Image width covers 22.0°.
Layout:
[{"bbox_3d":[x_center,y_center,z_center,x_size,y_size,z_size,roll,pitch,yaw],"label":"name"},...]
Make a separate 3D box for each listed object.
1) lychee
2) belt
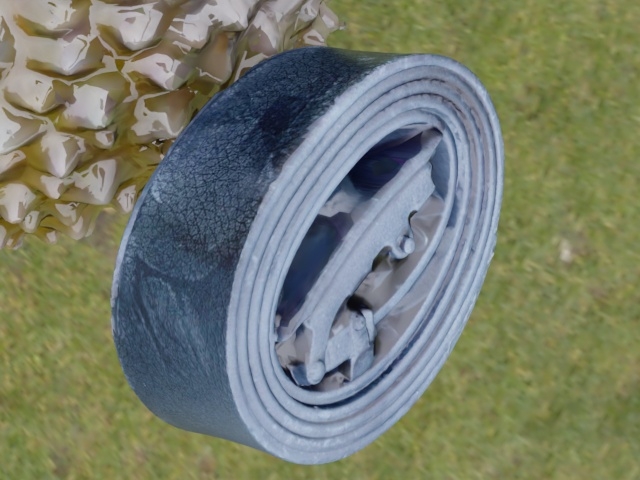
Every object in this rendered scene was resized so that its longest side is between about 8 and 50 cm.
[{"bbox_3d":[-0.187,-0.167,0.826,0.380,0.432,0.380,-33,138,-36],"label":"lychee"},{"bbox_3d":[0.000,0.000,0.678,0.190,0.082,0.141,-53,134,-27],"label":"belt"}]
